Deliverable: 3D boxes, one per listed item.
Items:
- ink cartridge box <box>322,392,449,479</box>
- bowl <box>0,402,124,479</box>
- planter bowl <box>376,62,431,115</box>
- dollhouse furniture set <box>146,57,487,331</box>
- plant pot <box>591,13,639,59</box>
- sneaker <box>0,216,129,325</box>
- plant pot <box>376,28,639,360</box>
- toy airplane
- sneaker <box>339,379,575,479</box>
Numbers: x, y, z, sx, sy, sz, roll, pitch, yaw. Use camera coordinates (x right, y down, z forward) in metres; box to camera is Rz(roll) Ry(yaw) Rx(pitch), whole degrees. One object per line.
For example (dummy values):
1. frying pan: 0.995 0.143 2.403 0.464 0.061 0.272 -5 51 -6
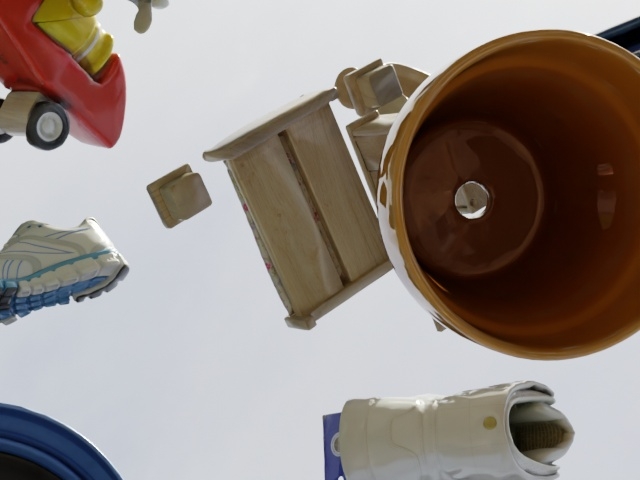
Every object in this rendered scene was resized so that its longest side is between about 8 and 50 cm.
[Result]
1. ink cartridge box: 0.092 0.314 1.726 0.045 0.224 0.223 -1 -89 40
2. bowl: -0.378 0.359 1.458 0.077 0.391 0.391 112 -17 -53
3. planter bowl: 0.124 -0.138 1.754 0.109 0.162 0.162 -60 -150 23
4. dollhouse furniture set: 0.000 0.000 1.415 0.355 0.303 0.173 -31 -163 -28
5. plant pot: 0.344 -0.101 1.412 0.236 0.236 0.212 -22 -143 16
6. sneaker: -0.279 0.025 1.268 0.083 0.190 0.071 61 -33 23
7. plant pot: 0.126 -0.031 0.932 0.205 0.205 0.188 -64 -169 -3
8. toy airplane: -0.359 -0.328 1.658 0.272 0.386 0.384 -45 170 -30
9. sneaker: 0.143 0.190 1.188 0.169 0.292 0.108 -8 -107 19
